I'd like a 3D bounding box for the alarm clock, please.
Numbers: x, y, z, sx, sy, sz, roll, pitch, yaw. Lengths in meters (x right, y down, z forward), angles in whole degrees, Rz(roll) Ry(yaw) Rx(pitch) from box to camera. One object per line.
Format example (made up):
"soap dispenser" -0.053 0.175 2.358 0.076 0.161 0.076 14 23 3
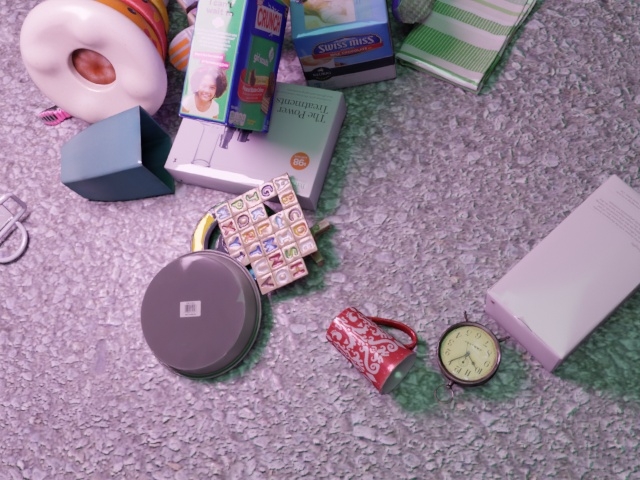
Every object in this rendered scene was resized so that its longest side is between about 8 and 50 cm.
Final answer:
"alarm clock" 0.294 0.252 1.407 0.129 0.064 0.192 31 75 19

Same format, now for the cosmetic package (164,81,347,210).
"cosmetic package" -0.154 -0.250 1.667 0.377 0.097 0.285 12 75 14

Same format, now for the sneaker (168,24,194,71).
"sneaker" -0.223 -0.536 1.715 0.321 0.180 0.125 -22 101 20

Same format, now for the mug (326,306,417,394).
"mug" 0.112 0.224 1.446 0.169 0.150 0.113 38 116 25

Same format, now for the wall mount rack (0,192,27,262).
"wall mount rack" -0.919 -0.046 1.708 0.350 0.130 0.304 36 79 21

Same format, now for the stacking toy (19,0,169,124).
"stacking toy" -0.503 -0.556 1.736 0.350 0.351 0.480 2 49 11

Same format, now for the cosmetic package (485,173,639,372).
"cosmetic package" 0.531 0.068 1.385 0.365 0.155 0.197 -41 67 -6

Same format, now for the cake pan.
"cake pan" -0.277 0.160 1.525 0.293 0.054 0.293 -3 77 15

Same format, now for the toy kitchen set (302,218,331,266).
"toy kitchen set" 0.000 0.000 1.555 0.075 0.068 0.083 -31 67 -2

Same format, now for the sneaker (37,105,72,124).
"sneaker" -0.701 -0.352 1.837 0.119 0.047 0.057 -17 51 0

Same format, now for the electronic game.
"electronic game" -0.195 0.006 1.600 0.229 0.048 0.229 -4 68 9

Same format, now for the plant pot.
"plant pot" -0.506 -0.195 1.677 0.234 0.165 0.166 -12 68 11

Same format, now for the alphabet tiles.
"alphabet tiles" -0.120 -0.008 1.543 0.198 0.009 0.237 -25 75 12

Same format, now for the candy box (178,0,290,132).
"candy box" -0.177 -0.405 1.477 0.122 0.268 0.317 12 98 13

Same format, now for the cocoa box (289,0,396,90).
"cocoa box" 0.048 -0.585 1.684 0.231 0.228 0.347 -8 68 7

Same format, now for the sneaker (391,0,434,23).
"sneaker" 0.222 -0.660 1.747 0.146 0.102 0.293 11 58 31

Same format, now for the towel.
"towel" 0.364 -0.538 1.712 0.247 0.038 0.325 27 76 20

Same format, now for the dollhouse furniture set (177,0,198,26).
"dollhouse furniture set" -0.286 -0.748 1.760 0.286 0.198 0.303 -36 86 -15
